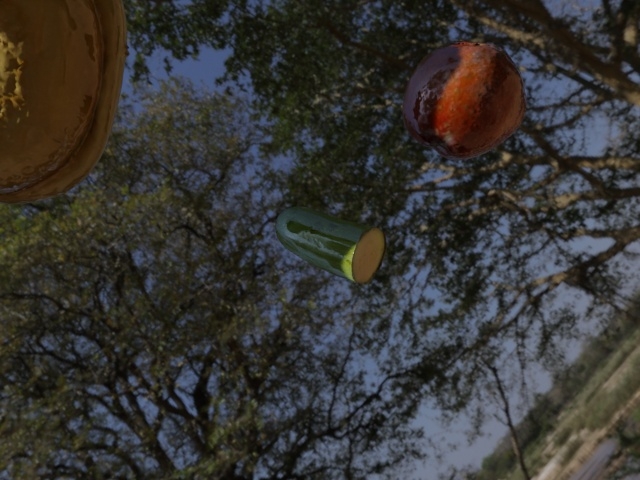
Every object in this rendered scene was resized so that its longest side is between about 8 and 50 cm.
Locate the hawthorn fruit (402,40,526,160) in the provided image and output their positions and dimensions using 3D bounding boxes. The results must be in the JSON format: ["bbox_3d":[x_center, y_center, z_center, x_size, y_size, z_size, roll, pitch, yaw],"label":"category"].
[{"bbox_3d":[0.202,-0.195,0.818,0.173,0.173,0.172,-35,-31,-25],"label":"hawthorn fruit"}]

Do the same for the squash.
[{"bbox_3d":[0.000,0.000,0.903,0.095,0.188,0.095,-31,-50,-46],"label":"squash"}]

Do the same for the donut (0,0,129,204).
[{"bbox_3d":[-0.475,-0.263,0.785,0.448,0.449,0.198,-59,11,17],"label":"donut"}]
